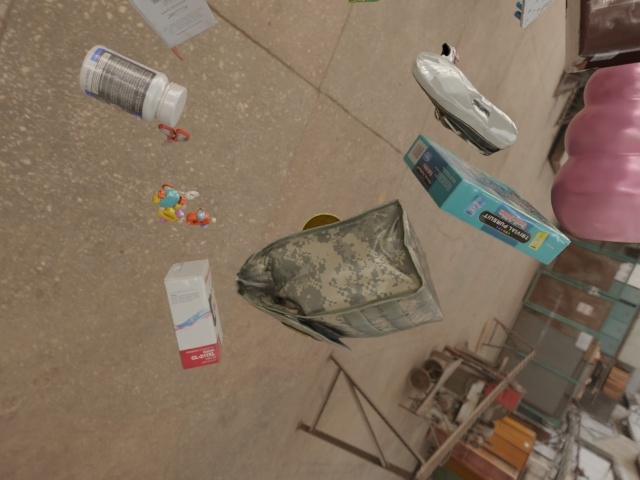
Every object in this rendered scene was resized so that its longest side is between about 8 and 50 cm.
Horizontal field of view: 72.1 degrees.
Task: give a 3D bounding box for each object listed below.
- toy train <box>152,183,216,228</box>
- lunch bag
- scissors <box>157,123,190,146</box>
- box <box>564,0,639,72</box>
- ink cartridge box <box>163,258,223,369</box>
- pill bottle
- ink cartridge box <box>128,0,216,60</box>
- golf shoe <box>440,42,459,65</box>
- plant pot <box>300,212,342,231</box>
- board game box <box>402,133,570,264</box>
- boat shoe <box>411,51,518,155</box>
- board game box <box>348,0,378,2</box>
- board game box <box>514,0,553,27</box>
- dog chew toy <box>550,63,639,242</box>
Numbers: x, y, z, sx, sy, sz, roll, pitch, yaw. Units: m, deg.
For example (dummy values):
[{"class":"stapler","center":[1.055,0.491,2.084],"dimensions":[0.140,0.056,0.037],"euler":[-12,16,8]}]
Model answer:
[{"class":"toy train","center":[-0.307,-0.081,0.990],"dimensions":[0.166,0.124,0.046],"euler":[98,-13,-65]},{"class":"lunch bag","center":[0.034,0.082,0.720],"dimensions":[0.235,0.286,0.169],"euler":[46,31,-60]},{"class":"scissors","center":[-0.535,-0.363,1.604],"dimensions":[0.108,0.297,0.021],"euler":[15,81,-17]},{"class":"box","center":[0.385,-0.321,0.510],"dimensions":[0.168,0.166,0.204],"euler":[-32,119,-63]},{"class":"ink cartridge box","center":[-0.242,0.137,0.854],"dimensions":[0.072,0.127,0.175],"euler":[-9,104,-8]},{"class":"pill bottle","center":[-0.280,-0.230,0.669],"dimensions":[0.078,0.137,0.078],"euler":[-157,-90,-79]},{"class":"ink cartridge box","center":[-0.362,-0.596,0.940],"dimensions":[0.129,0.310,0.272],"euler":[-28,173,2]},{"class":"golf shoe","center":[0.440,-0.616,1.576],"dimensions":[0.085,0.067,0.186],"euler":[30,68,-39]},{"class":"plant pot","center":[0.000,0.000,1.148],"dimensions":[0.134,0.134,0.095],"euler":[-58,-168,-10]},{"class":"board game box","center":[0.378,-0.098,1.029],"dimensions":[0.335,0.254,0.079],"euler":[23,117,-23]},{"class":"boat shoe","center":[0.224,-0.216,0.728],"dimensions":[0.219,0.070,0.078],"euler":[37,62,-14]},{"class":"board game box","center":[0.185,-0.779,1.278],"dimensions":[0.124,0.259,0.039],"euler":[-17,89,-26]},{"class":"board game box","center":[0.673,-0.811,1.132],"dimensions":[0.390,0.050,0.390],"euler":[-42,160,11]},{"class":"dog chew toy","center":[0.543,-0.167,0.800],"dimensions":[0.206,0.206,0.333],"euler":[-6,100,-55]}]
